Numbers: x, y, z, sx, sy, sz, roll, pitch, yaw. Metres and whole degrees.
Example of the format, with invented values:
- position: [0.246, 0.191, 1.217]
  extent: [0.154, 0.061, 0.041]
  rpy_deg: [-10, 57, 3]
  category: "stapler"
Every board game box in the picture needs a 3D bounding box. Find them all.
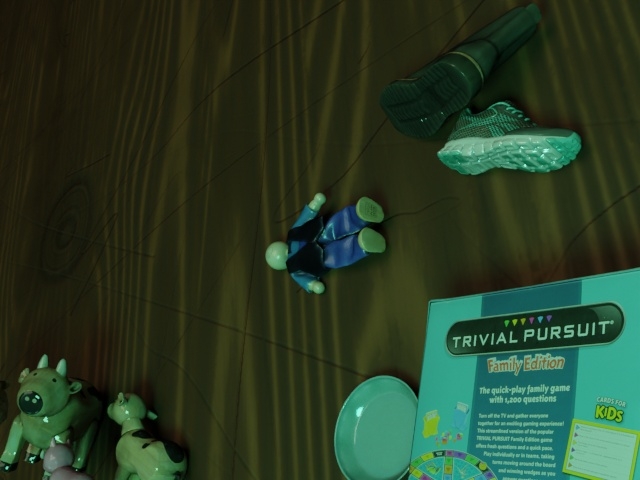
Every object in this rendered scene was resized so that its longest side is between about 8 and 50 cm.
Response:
- position: [0.182, 0.205, 0.685]
  extent: [0.253, 0.079, 0.336]
  rpy_deg: [-15, 59, 52]
  category: "board game box"

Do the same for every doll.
- position: [0.000, 0.000, 1.035]
  extent: [0.189, 0.046, 0.129]
  rpy_deg: [-21, 65, 46]
  category: "doll"

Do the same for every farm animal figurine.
- position: [-0.349, 0.250, 1.145]
  extent: [0.327, 0.330, 0.172]
  rpy_deg: [171, 118, -75]
  category: "farm animal figurine"

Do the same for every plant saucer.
- position: [0.065, 0.203, 0.880]
  extent: [0.119, 0.021, 0.119]
  rpy_deg: [-24, 54, 37]
  category: "plant saucer"

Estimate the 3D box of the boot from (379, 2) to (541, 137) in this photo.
- position: [0.161, -0.194, 0.966]
  extent: [0.137, 0.077, 0.198]
  rpy_deg: [-42, 14, -20]
  category: "boot"

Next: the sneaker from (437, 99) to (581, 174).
- position: [0.199, -0.115, 0.880]
  extent: [0.166, 0.065, 0.076]
  rpy_deg: [5, 69, 46]
  category: "sneaker"
